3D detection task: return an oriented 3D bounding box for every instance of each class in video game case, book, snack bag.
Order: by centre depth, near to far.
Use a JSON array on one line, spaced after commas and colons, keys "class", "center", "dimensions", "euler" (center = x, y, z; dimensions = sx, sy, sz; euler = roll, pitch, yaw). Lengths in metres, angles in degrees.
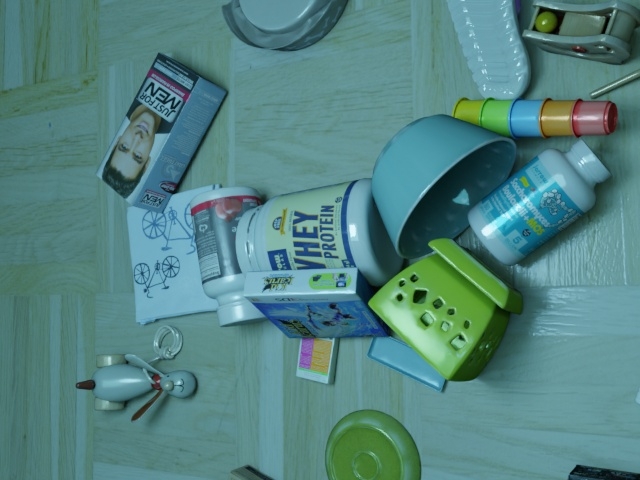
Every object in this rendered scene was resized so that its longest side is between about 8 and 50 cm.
[{"class": "video game case", "center": [-0.001, 0.142, 1.544], "dimensions": [0.244, 0.269, 0.061], "euler": [-2, 63, 20]}, {"class": "book", "center": [-0.006, 0.257, 1.696], "dimensions": [0.096, 0.035, 0.144], "euler": [7, 88, 31]}, {"class": "snack bag", "center": [-0.382, 0.042, 1.921], "dimensions": [0.323, 0.037, 0.343], "euler": [-12, 80, 29]}]

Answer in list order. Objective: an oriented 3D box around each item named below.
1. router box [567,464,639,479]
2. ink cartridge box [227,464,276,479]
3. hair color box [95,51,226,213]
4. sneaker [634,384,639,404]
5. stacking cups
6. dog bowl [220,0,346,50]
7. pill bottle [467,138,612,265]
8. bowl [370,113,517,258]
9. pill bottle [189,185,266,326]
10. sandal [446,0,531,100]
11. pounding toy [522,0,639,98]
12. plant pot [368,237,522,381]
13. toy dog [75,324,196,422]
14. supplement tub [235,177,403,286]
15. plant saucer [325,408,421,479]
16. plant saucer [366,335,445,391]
[{"class": "router box", "center": [0.533, 0.455, 1.343], "dimensions": [0.122, 0.092, 0.038], "euler": [0, 87, 30]}, {"class": "ink cartridge box", "center": [-0.153, 0.690, 1.716], "dimensions": [0.193, 0.088, 0.235], "euler": [20, 96, 28]}, {"class": "hair color box", "center": [-0.426, -0.283, 1.905], "dimensions": [0.185, 0.113, 0.375], "euler": [35, 100, 32]}, {"class": "sneaker", "center": [0.684, 0.289, 1.285], "dimensions": [0.212, 0.080, 0.094], "euler": [19, 84, 30]}, {"class": "stacking cups", "center": [0.416, -0.236, 1.421], "dimensions": [0.316, 0.096, 0.096], "euler": [10, 92, 42]}, {"class": "dog bowl", "center": [-0.081, -0.629, 1.762], "dimensions": [0.348, 0.102, 0.349], "euler": [-2, 86, 29]}, {"class": "pill bottle", "center": [0.431, -0.079, 1.408], "dimensions": [0.264, 0.146, 0.146], "euler": [-41, 68, 21]}, {"class": "bowl", "center": [0.221, -0.128, 1.438], "dimensions": [0.312, 0.311, 0.163], "euler": [-50, 64, 17]}, {"class": "pill bottle", "center": [-0.208, 0.042, 1.742], "dimensions": [0.176, 0.176, 0.319], "euler": [-16, 79, 27]}, {"class": "sandal", "center": [0.359, -0.494, 1.513], "dimensions": [0.169, 0.102, 0.417], "euler": [-3, 98, 44]}, {"class": "pounding toy", "center": [0.518, -0.367, 1.375], "dimensions": [0.269, 0.154, 0.155], "euler": [21, 97, 29]}, {"class": "plant pot", "center": [0.270, 0.132, 1.446], "dimensions": [0.227, 0.228, 0.207], "euler": [43, 99, 25]}, {"class": "toy dog", "center": [-0.507, 0.372, 1.895], "dimensions": [0.333, 0.161, 0.220], "euler": [-28, 74, 25]}, {"class": "supplement tub", "center": [0.000, 0.000, 1.594], "dimensions": [0.324, 0.235, 0.236], "euler": [-9, 82, 28]}, {"class": "plant saucer", "center": [0.107, 0.504, 1.612], "dimensions": [0.240, 0.037, 0.241], "euler": [-3, 84, 29]}, {"class": "plant saucer", "center": [0.194, 0.265, 1.591], "dimensions": [0.192, 0.018, 0.067], "euler": [22, 97, 30]}]
